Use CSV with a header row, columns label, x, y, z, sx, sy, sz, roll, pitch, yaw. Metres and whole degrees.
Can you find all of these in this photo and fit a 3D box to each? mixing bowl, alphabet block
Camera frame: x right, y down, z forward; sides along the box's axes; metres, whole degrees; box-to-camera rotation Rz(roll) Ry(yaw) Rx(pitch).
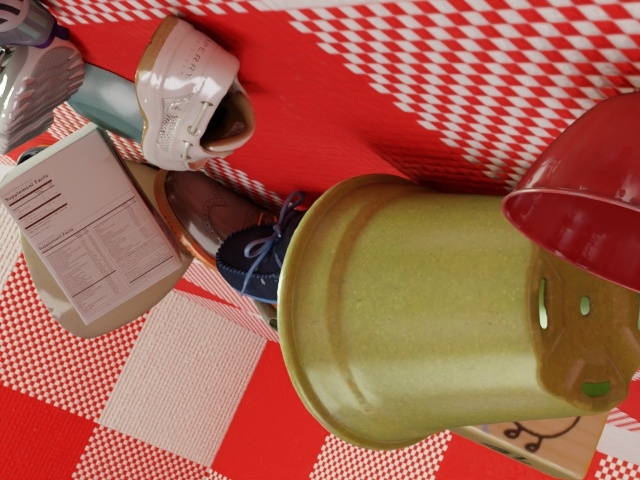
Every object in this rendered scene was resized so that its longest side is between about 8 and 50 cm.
label,x,y,z,sx,sy,sz,roll,pitch,yaw
mixing bowl,0.218,-0.032,0.699,0.181,0.098,0.181,24,170,5
alphabet block,0.288,0.206,1.526,0.197,0.192,0.193,22,172,6

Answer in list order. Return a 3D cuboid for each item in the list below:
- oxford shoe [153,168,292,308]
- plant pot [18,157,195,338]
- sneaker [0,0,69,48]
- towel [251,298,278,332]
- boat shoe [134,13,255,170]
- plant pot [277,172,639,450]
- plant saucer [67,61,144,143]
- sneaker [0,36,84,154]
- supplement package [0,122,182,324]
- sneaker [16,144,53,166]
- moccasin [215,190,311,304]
label,x,y,z,sx,sy,sz,roll,pitch,yaw
oxford shoe,-0.071,-0.007,1.562,0.364,0.130,0.133,35,136,-28
plant pot,-0.297,-0.011,1.672,0.191,0.284,0.284,-15,157,14
sneaker,-0.360,-0.224,1.107,0.224,0.083,0.098,15,173,31
towel,-0.077,0.079,1.787,0.248,0.038,0.325,32,-168,-44
boat shoe,-0.110,-0.114,1.042,0.096,0.098,0.277,25,169,3
plant pot,0.146,0.063,1.001,0.276,0.276,0.254,31,157,-36
plant saucer,-0.243,-0.155,1.319,0.195,0.037,0.195,23,171,4
sneaker,-0.353,-0.181,1.243,0.115,0.105,0.281,55,151,-5
supplement package,-0.299,-0.031,1.442,0.203,0.149,0.194,59,176,-15
sneaker,-0.387,-0.060,1.901,0.321,0.124,0.180,24,171,1
moccasin,0.000,0.000,1.371,0.342,0.137,0.117,-4,142,35
